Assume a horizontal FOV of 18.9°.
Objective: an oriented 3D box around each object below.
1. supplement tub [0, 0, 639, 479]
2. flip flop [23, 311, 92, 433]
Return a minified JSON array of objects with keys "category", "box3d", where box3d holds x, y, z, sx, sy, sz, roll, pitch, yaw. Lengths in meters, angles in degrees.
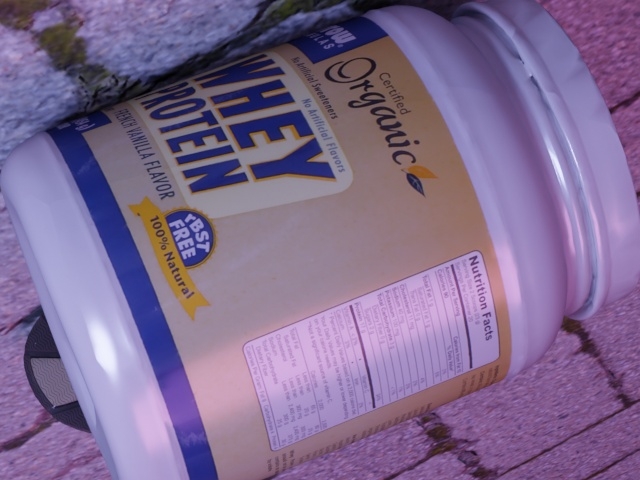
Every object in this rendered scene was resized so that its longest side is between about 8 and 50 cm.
[{"category":"supplement tub","box3d":[0.000,0.000,1.098,0.316,0.228,0.228,-22,154,-11]},{"category":"flip flop","box3d":[-0.066,0.040,1.278,0.277,0.112,0.080,-33,169,1]}]
